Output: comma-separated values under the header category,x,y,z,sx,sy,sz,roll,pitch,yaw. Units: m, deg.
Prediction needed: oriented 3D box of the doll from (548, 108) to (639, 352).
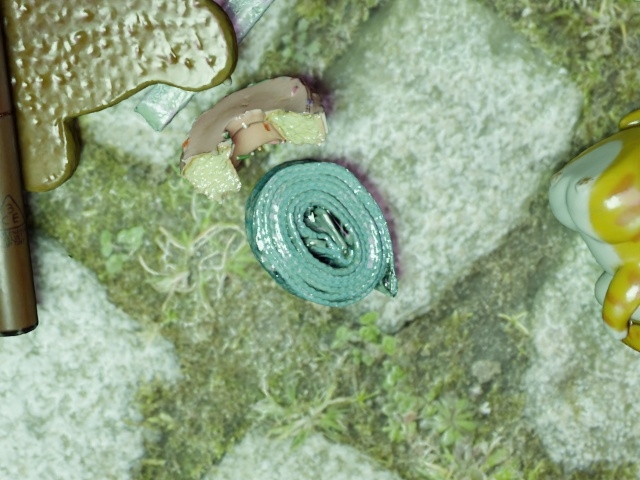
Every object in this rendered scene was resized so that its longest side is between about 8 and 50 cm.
category,x,y,z,sx,sy,sz,roll,pitch,yaw
doll,0.347,0.008,1.010,0.162,0.166,0.269,-19,103,3

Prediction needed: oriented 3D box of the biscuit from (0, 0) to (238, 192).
category,x,y,z,sx,sy,sz,roll,pitch,yaw
biscuit,-0.318,-0.192,0.990,0.432,0.064,0.283,-29,100,11

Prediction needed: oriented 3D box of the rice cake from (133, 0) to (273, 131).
category,x,y,z,sx,sy,sz,roll,pitch,yaw
rice cake,-0.117,-0.202,1.014,0.043,0.034,0.211,41,96,-5

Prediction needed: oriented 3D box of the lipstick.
category,x,y,z,sx,sy,sz,roll,pitch,yaw
lipstick,-0.329,-0.077,0.957,0.057,0.057,0.356,-3,104,-2

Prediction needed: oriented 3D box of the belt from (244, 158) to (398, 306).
category,x,y,z,sx,sy,sz,roll,pitch,yaw
belt,-0.004,-0.008,1.030,0.148,0.082,0.162,-12,97,-11

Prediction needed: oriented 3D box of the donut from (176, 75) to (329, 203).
category,x,y,z,sx,sy,sz,roll,pitch,yaw
donut,-0.070,-0.114,1.000,0.166,0.117,0.065,-22,128,11
